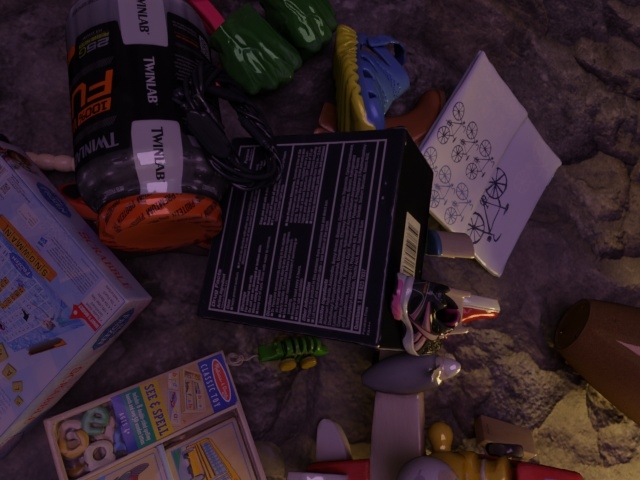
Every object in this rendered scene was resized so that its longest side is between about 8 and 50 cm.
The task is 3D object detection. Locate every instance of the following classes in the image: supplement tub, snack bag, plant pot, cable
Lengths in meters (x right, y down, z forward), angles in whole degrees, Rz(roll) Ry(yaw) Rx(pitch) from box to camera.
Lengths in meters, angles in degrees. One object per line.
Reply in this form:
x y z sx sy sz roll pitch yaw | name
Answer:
-0.247 -0.167 0.683 0.207 0.207 0.338 -8 75 -14 | supplement tub
0.329 -0.130 0.911 0.342 0.037 0.323 40 75 -28 | snack bag
0.602 0.223 0.907 0.254 0.237 0.237 29 76 8 | plant pot
-0.118 -0.150 0.643 0.184 0.047 0.151 48 31 -28 | cable

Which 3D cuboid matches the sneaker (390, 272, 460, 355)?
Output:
0.150 0.110 0.631 0.077 0.178 0.072 4 61 27 | sneaker

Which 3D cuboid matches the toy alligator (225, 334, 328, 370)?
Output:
-0.064 0.186 0.800 0.189 0.051 0.056 2 49 -28 | toy alligator

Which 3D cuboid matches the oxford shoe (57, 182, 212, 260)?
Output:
-0.299 -0.012 0.790 0.271 0.097 0.098 17 115 -19 | oxford shoe

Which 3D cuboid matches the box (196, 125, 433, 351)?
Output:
0.000 0.000 0.732 0.294 0.182 0.296 4 79 27 | box

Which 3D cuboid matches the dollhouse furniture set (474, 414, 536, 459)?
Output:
0.316 0.437 0.890 0.144 0.123 0.151 20 43 -10 | dollhouse furniture set

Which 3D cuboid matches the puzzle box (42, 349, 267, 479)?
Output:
-0.208 0.405 0.701 0.272 0.052 0.409 -17 82 -35 | puzzle box

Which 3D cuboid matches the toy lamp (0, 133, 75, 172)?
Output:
-0.437 -0.127 0.767 0.274 0.080 0.080 5 81 -15 | toy lamp

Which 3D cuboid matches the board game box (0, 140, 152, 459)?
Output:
-0.447 0.081 0.648 0.318 0.066 0.319 -45 78 5 | board game box

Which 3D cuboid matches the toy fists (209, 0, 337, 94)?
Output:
-0.075 -0.372 0.862 0.142 0.096 0.279 44 60 -13 | toy fists

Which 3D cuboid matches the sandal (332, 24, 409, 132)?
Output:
0.093 -0.280 0.822 0.138 0.126 0.317 4 50 -4 | sandal

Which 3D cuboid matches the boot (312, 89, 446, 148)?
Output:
0.105 -0.212 0.907 0.220 0.109 0.283 25 77 0 | boot

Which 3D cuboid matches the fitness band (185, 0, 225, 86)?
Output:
-0.290 -0.372 0.852 0.291 0.054 0.209 44 78 -3 | fitness band

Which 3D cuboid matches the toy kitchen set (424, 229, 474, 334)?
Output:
0.157 0.065 0.820 0.122 0.207 0.166 5 89 -12 | toy kitchen set

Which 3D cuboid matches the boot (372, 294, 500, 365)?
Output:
0.215 0.182 0.875 0.244 0.088 0.176 1 83 -6 | boot

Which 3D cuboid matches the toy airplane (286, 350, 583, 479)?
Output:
0.131 0.358 0.688 0.384 0.272 0.386 -41 63 -9 | toy airplane
